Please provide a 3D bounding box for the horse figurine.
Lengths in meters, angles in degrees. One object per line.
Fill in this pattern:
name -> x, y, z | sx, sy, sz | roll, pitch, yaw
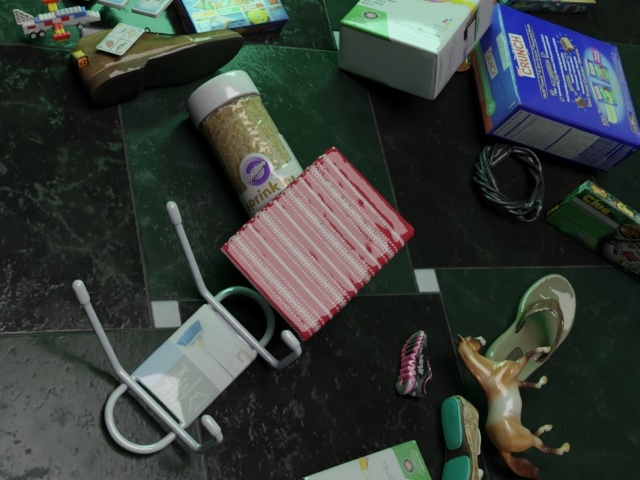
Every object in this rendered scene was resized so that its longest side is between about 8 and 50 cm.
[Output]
horse figurine -> 0.326, 0.281, 1.863 | 0.174, 0.066, 0.263 | 0, 76, -31

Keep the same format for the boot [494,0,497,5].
boot -> 0.310, -0.477, 2.292 | 0.158, 0.059, 0.085 | -16, 78, -35

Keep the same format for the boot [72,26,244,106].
boot -> -0.270, -0.323, 1.866 | 0.305, 0.112, 0.115 | -20, 65, -33

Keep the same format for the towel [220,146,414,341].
towel -> 0.000, 0.000, 1.740 | 0.199, 0.031, 0.275 | 47, 64, 1

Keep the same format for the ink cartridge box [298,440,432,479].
ink cartridge box -> 0.069, 0.410, 1.669 | 0.212, 0.093, 0.154 | -11, 70, -34

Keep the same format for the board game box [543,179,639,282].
board game box -> 0.575, -0.010, 2.142 | 0.259, 0.136, 0.030 | 32, 55, -11

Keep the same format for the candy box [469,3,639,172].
candy box -> 0.467, -0.303, 2.226 | 0.317, 0.122, 0.268 | 15, 53, -26

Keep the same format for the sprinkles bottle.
sprinkles bottle -> -0.088, -0.105, 1.835 | 0.121, 0.121, 0.355 | -24, 79, -36

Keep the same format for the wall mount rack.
wall mount rack -> -0.203, 0.132, 1.642 | 0.304, 0.130, 0.350 | 45, 52, 0

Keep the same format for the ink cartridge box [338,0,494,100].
ink cartridge box -> 0.186, -0.413, 2.103 | 0.201, 0.117, 0.278 | 22, 51, 19

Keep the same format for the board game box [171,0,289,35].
board game box -> -0.171, -0.436, 2.017 | 0.201, 0.035, 0.136 | -17, 74, -34

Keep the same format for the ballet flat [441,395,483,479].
ballet flat -> 0.237, 0.355, 1.809 | 0.067, 0.073, 0.206 | 23, 59, -34

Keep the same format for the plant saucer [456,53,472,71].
plant saucer -> 0.268, -0.375, 2.240 | 0.083, 0.013, 0.083 | 13, 59, -23

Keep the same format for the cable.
cable -> 0.366, -0.123, 2.148 | 0.150, 0.047, 0.184 | 22, 52, -8

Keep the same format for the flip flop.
flip flop -> 0.386, 0.160, 1.982 | 0.112, 0.080, 0.277 | 48, 53, 1

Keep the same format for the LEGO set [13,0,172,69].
LEGO set -> -0.371, -0.374, 1.809 | 0.182, 0.060, 0.244 | 18, 49, 16

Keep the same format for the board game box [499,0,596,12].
board game box -> 0.479, -0.582, 2.447 | 0.243, 0.042, 0.165 | -5, 67, -31

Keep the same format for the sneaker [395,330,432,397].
sneaker -> 0.165, 0.211, 1.861 | 0.057, 0.047, 0.119 | 27, 62, -22
